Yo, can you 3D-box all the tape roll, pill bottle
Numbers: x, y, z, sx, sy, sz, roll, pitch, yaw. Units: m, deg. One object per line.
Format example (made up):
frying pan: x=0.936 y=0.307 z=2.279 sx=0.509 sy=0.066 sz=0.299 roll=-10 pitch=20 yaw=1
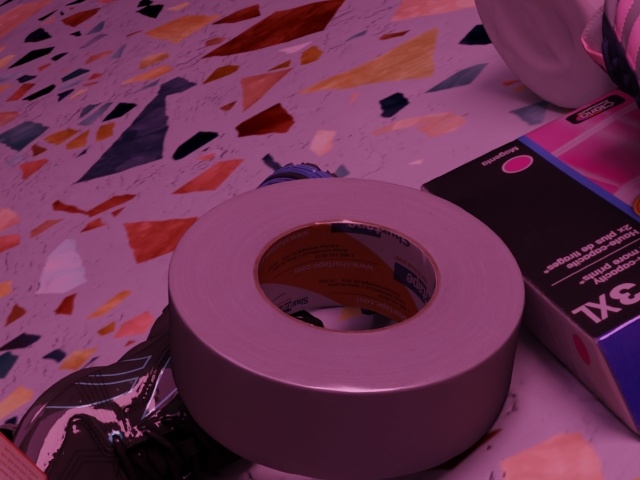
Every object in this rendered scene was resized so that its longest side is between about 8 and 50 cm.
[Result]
tape roll: x=0.014 y=0.048 z=0.855 sx=0.219 sy=0.072 sz=0.219 roll=3 pitch=35 yaw=-2
pill bottle: x=0.304 y=-0.260 z=1.189 sx=0.318 sy=0.176 sz=0.176 roll=-31 pitch=27 yaw=-18

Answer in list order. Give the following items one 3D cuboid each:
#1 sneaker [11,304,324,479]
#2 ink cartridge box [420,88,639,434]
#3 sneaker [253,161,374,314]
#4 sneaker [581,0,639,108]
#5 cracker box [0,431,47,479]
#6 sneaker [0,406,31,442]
sneaker: x=-0.100 y=0.113 z=0.882 sx=0.106 sy=0.101 sz=0.267 roll=4 pitch=37 yaw=38
ink cartridge box: x=0.212 y=0.009 z=0.883 sx=0.175 sy=0.069 sz=0.371 roll=-26 pitch=28 yaw=-7
sneaker: x=0.000 y=0.000 z=1.044 sx=0.087 sy=0.083 sz=0.221 roll=-41 pitch=29 yaw=-23
sneaker: x=0.229 y=-0.109 z=0.863 sx=0.131 sy=0.112 sz=0.319 roll=-24 pitch=41 yaw=39
cracker box: x=-0.243 y=0.225 z=0.732 sx=0.155 sy=0.067 sz=0.232 roll=-14 pitch=49 yaw=16
sneaker: x=-0.195 y=0.143 z=0.935 sx=0.061 sy=0.065 sz=0.158 roll=-20 pitch=26 yaw=4
